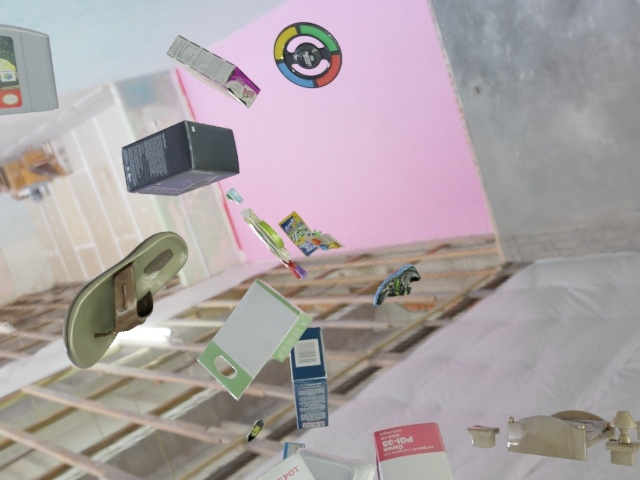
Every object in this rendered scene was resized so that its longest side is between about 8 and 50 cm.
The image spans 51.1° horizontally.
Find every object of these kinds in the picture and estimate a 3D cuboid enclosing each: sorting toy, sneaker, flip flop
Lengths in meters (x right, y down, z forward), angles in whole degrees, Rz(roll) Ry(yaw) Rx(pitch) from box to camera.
[{"bbox_3d":[0.000,0.000,1.236,0.062,0.012,0.083,-4,153,37],"label":"sorting toy"},{"bbox_3d":[-0.205,0.605,2.119,0.083,0.031,0.035,-58,-177,7],"label":"sneaker"},{"bbox_3d":[-0.308,0.092,1.101,0.080,0.112,0.277,15,-131,37],"label":"flip flop"},{"bbox_3d":[0.240,0.146,2.086,0.188,0.078,0.067,-35,160,-23],"label":"sneaker"}]

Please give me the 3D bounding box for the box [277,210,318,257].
[{"bbox_3d":[-0.051,-0.015,1.773,0.059,0.054,0.169,-39,154,0],"label":"box"}]

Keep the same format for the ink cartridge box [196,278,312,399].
[{"bbox_3d":[-0.150,0.224,1.510,0.171,0.056,0.235,33,-93,39],"label":"ink cartridge box"}]

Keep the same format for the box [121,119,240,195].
[{"bbox_3d":[-0.307,-0.176,1.471,0.207,0.108,0.153,-14,173,33],"label":"box"}]

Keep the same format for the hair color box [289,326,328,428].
[{"bbox_3d":[-0.034,0.428,2.057,0.105,0.347,0.173,-5,-128,-3],"label":"hair color box"}]

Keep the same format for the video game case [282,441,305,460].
[{"bbox_3d":[-0.089,0.723,2.187,0.015,0.119,0.166,0,162,19],"label":"video game case"}]

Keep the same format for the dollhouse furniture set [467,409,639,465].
[{"bbox_3d":[0.502,0.297,1.260,0.356,0.173,0.303,-4,172,36],"label":"dollhouse furniture set"}]

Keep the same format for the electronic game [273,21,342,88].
[{"bbox_3d":[-0.042,-0.590,2.144,0.229,0.229,0.048,-14,-144,29],"label":"electronic game"}]

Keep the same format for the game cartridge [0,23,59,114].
[{"bbox_3d":[-0.734,-0.368,1.450,0.294,0.196,0.060,-12,-154,-25],"label":"game cartridge"}]

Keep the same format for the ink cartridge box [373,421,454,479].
[{"bbox_3d":[0.165,0.470,1.065,0.117,0.207,0.283,-7,-146,0],"label":"ink cartridge box"}]

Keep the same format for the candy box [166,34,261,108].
[{"bbox_3d":[-0.303,-0.480,1.907,0.071,0.233,0.159,-57,155,0],"label":"candy box"}]

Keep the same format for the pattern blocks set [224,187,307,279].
[{"bbox_3d":[-0.153,-0.014,1.853,0.026,0.325,0.285,-42,-178,-9],"label":"pattern blocks set"}]

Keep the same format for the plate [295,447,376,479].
[{"bbox_3d":[-0.011,0.728,1.912,0.277,0.045,0.278,2,-134,32],"label":"plate"}]

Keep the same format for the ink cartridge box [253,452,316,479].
[{"bbox_3d":[-0.076,0.702,1.588,0.223,0.307,0.129,-25,166,-36],"label":"ink cartridge box"}]
